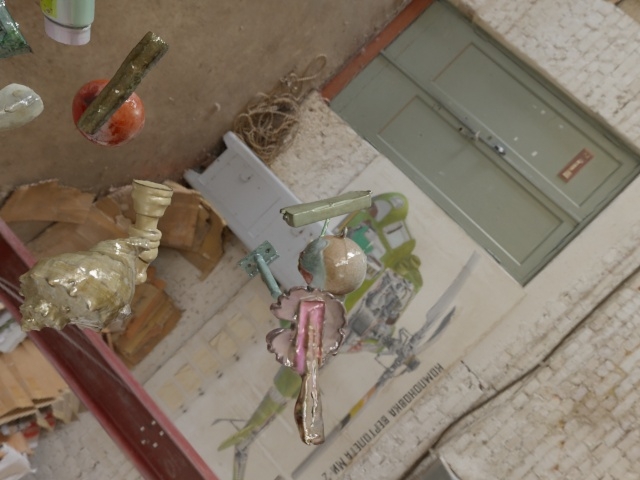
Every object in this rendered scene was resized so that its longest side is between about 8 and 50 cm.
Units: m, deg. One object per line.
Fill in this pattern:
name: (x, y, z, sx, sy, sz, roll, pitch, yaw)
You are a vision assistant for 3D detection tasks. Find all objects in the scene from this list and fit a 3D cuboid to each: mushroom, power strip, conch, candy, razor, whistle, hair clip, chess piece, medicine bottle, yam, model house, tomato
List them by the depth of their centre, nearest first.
model house: (-0.595, -0.360, 0.727, 0.148, 0.148, 0.119, -32, -156, -15)
hair clip: (-0.026, 0.246, 0.877, 0.172, 0.301, 0.069, 7, 166, -23)
conch: (-0.518, 0.112, 0.984, 0.263, 0.186, 0.324, -20, -177, 40)
yam: (-0.450, -0.354, 0.988, 0.274, 0.061, 0.061, -52, 169, 0)
mushroom: (-0.765, -0.292, 1.005, 0.223, 0.081, 0.092, -45, 142, -44)
razor: (-0.137, 0.084, 1.105, 0.106, 0.068, 0.232, -39, -152, -3)
whistle: (0.013, 0.126, 1.163, 0.189, 0.189, 0.348, -20, 126, -66)
power strip: (0.026, -0.096, 1.257, 0.285, 0.080, 0.048, -17, 116, -20)
medicine bottle: (-0.734, -0.706, 1.262, 0.139, 0.139, 0.225, -34, 160, -45)
chess piece: (-0.533, -0.021, 1.311, 0.124, 0.138, 0.307, -8, 112, -72)
tomato: (-0.669, -0.398, 1.366, 0.208, 0.208, 0.184, -50, -175, 29)
candy: (0.000, 0.000, 1.380, 0.306, 0.083, 0.091, -70, 169, -45)
